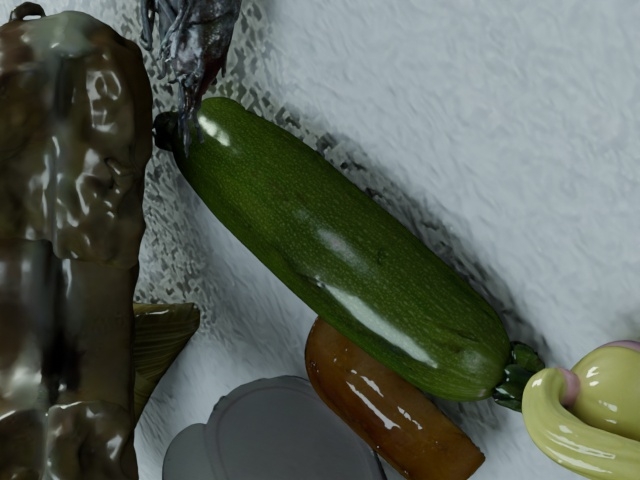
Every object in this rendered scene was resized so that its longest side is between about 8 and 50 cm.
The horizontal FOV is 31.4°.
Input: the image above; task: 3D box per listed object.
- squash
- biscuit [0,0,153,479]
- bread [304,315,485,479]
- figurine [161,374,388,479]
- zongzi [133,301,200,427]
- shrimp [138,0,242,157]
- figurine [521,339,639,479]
[{"bbox_3d":[-0.001,-0.002,0.646,0.318,0.071,0.080,38,152,28],"label":"squash"},{"bbox_3d":[-0.171,0.034,0.734,0.268,0.115,0.366,-134,48,-73],"label":"biscuit"},{"bbox_3d":[0.038,0.106,0.690,0.129,0.044,0.126,39,167,15],"label":"bread"},{"bbox_3d":[-0.061,0.246,0.858,0.284,0.206,0.316,30,133,27],"label":"figurine"},{"bbox_3d":[-0.196,0.171,0.948,0.288,0.134,0.286,-1,89,43],"label":"zongzi"},{"bbox_3d":[-0.073,-0.127,0.625,0.065,0.056,0.165,23,109,35],"label":"shrimp"},{"bbox_3d":[0.179,0.111,0.516,0.187,0.083,0.083,39,145,9],"label":"figurine"}]
